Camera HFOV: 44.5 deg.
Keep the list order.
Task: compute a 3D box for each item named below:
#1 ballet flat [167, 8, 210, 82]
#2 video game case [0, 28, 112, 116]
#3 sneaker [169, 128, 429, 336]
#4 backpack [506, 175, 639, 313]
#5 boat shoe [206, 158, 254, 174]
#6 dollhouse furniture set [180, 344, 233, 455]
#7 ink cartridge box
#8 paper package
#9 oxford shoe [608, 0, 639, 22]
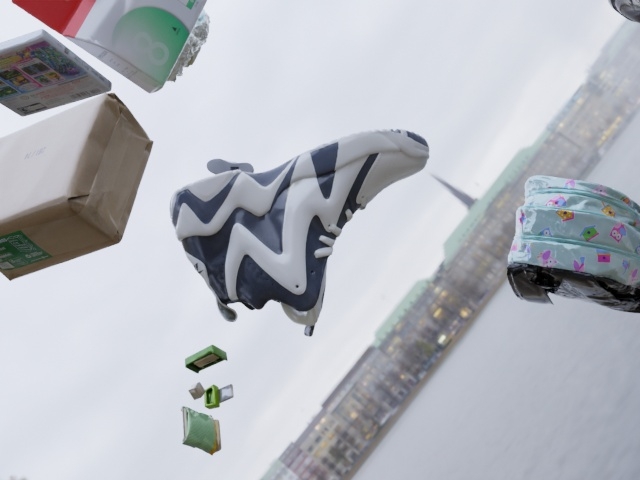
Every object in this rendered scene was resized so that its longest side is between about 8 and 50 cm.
[{"bbox_3d":[-0.354,-0.471,1.895,0.147,0.147,0.409,-57,11,22],"label":"ballet flat"},{"bbox_3d":[-0.387,-0.220,1.049,0.157,0.019,0.143,-11,-21,19],"label":"video game case"},{"bbox_3d":[0.000,0.000,0.683,0.235,0.153,0.094,-17,-3,-16],"label":"sneaker"},{"bbox_3d":[0.254,0.006,0.769,0.182,0.152,0.115,18,-104,-52],"label":"backpack"},{"bbox_3d":[-0.187,-0.150,1.634,0.035,0.100,0.035,47,-135,-83],"label":"boat shoe"},{"bbox_3d":[-0.166,0.240,1.179,0.058,0.152,0.076,-26,-39,20],"label":"dollhouse furniture set"},{"bbox_3d":[-0.289,-0.344,1.111,0.056,0.224,0.181,-13,50,52],"label":"ink cartridge box"},{"bbox_3d":[-0.542,-0.108,1.609,0.168,0.324,0.309,51,-146,-41],"label":"paper package"},{"bbox_3d":[0.445,-0.334,1.055,0.083,0.096,0.227,-41,-22,18],"label":"oxford shoe"}]
